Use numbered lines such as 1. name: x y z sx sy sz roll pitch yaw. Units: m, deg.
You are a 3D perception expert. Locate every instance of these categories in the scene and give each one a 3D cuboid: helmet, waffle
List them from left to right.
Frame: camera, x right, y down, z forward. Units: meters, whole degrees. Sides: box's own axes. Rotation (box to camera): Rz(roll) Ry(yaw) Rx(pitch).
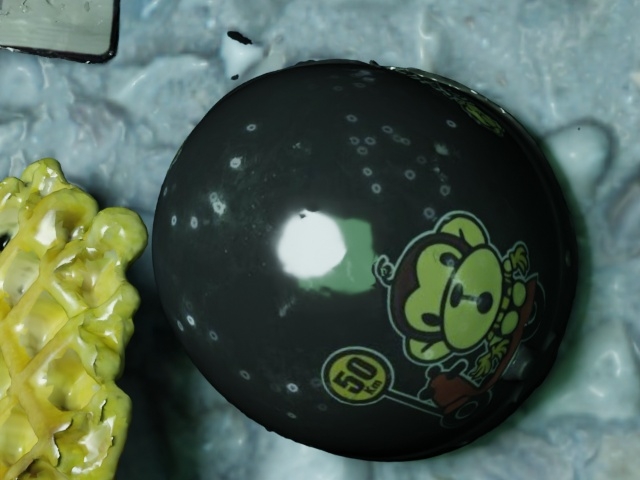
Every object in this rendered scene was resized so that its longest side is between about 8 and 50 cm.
1. waffle: -0.220 0.093 1.053 0.311 0.060 0.307 9 79 49
2. helmet: 0.000 0.000 0.977 0.278 0.160 0.231 31 97 21

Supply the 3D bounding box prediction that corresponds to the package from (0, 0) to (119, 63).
1. package: -0.198 -0.238 1.130 0.154 0.030 0.239 6 85 -3
